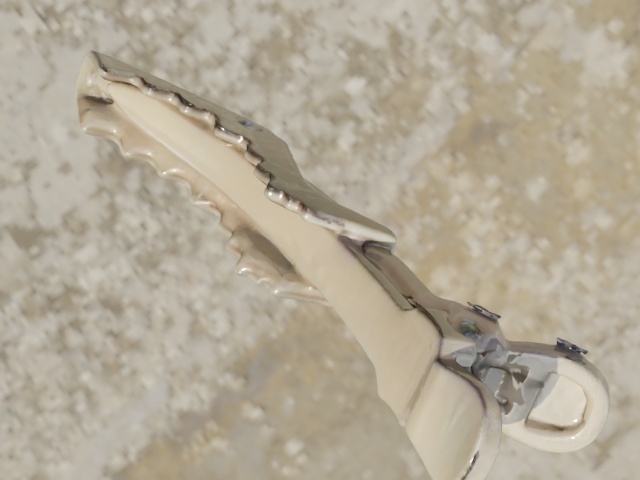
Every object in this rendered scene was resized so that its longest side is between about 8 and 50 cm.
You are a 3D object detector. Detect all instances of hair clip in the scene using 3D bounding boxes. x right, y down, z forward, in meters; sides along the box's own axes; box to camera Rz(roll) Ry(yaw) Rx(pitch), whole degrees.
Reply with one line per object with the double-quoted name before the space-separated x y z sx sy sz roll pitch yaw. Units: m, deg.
"hair clip" 0.000 0.000 0.587 0.072 0.226 0.034 -2 123 -43
